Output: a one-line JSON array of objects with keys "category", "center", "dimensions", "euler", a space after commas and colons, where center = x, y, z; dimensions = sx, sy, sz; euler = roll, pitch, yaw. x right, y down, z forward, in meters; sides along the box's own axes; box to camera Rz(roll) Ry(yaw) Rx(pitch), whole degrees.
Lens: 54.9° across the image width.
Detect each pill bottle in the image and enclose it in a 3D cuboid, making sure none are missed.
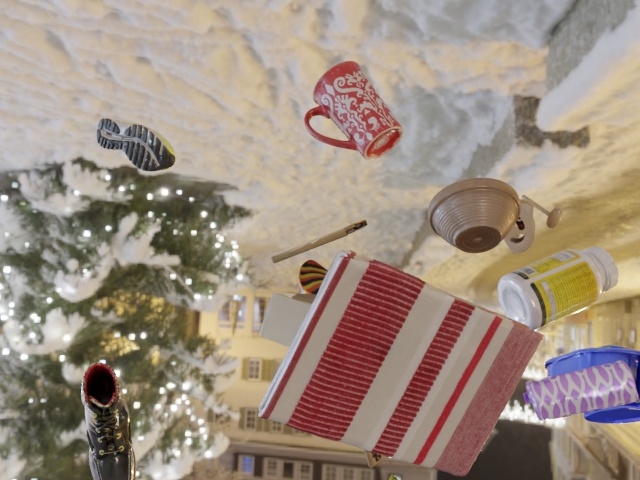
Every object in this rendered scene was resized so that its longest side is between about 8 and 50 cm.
[{"category": "pill bottle", "center": [0.732, 0.140, 1.892], "dimensions": [0.333, 0.188, 0.188], "euler": [-20, 179, -13]}]

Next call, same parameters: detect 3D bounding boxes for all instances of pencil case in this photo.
[{"category": "pencil case", "center": [0.511, 0.293, 1.210], "dimensions": [0.206, 0.087, 0.088], "euler": [-13, -177, 7]}]

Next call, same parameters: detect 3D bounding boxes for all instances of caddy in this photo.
[{"category": "caddy", "center": [0.745, 0.365, 1.622], "dimensions": [0.241, 0.179, 0.341], "euler": [14, 157, -9]}]

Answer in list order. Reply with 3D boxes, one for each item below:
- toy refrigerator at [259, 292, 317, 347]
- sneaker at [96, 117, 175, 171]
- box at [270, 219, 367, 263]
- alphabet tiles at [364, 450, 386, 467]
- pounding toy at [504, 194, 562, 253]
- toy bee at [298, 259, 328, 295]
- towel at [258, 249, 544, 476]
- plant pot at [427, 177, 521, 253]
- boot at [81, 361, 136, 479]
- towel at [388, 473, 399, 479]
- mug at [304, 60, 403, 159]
[{"category": "toy refrigerator", "center": [-0.020, 0.165, 1.236], "dimensions": [0.102, 0.094, 0.269], "euler": [17, 180, 16]}, {"category": "sneaker", "center": [-0.352, -0.196, 1.237], "dimensions": [0.208, 0.082, 0.094], "euler": [29, -162, 29]}, {"category": "box", "center": [0.000, 0.000, 1.480], "dimensions": [0.201, 0.021, 0.164], "euler": [-22, -178, 23]}, {"category": "alphabet tiles", "center": [0.170, 0.307, 1.130], "dimensions": [0.237, 0.198, 0.009], "euler": [-26, -154, -25]}, {"category": "pounding toy", "center": [0.579, -0.058, 1.876], "dimensions": [0.269, 0.154, 0.155], "euler": [17, -161, 16]}, {"category": "toy bee", "center": [0.054, 0.161, 1.454], "dimensions": [0.298, 0.162, 0.195], "euler": [11, 135, 34]}, {"category": "towel", "center": [0.111, 0.169, 0.800], "dimensions": [0.328, 0.237, 0.037], "euler": [23, -172, -22]}, {"category": "plant pot", "center": [0.400, -0.044, 1.586], "dimensions": [0.237, 0.110, 0.237], "euler": [0, 142, 0]}, {"category": "boot", "center": [-0.401, 0.357, 1.155], "dimensions": [0.085, 0.237, 0.179], "euler": [-8, 153, -17]}, {"category": "towel", "center": [0.293, 0.686, 1.627], "dimensions": [0.237, 0.021, 0.102], "euler": [24, 167, 21]}, {"category": "mug", "center": [0.064, -0.235, 1.198], "dimensions": [0.150, 0.169, 0.113], "euler": [-45, 157, 24]}]
